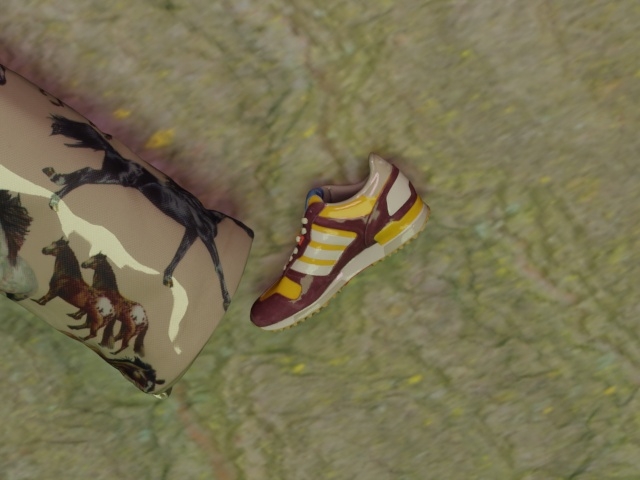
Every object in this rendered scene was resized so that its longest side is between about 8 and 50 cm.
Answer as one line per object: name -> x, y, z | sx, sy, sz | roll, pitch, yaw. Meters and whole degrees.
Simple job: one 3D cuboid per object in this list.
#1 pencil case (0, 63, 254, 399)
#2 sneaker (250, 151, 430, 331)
pencil case -> -0.245, -0.028, 1.326 | 0.410, 0.160, 0.183 | 33, 117, -19
sneaker -> 0.000, 0.000, 1.414 | 0.185, 0.069, 0.084 | -38, 106, 11
